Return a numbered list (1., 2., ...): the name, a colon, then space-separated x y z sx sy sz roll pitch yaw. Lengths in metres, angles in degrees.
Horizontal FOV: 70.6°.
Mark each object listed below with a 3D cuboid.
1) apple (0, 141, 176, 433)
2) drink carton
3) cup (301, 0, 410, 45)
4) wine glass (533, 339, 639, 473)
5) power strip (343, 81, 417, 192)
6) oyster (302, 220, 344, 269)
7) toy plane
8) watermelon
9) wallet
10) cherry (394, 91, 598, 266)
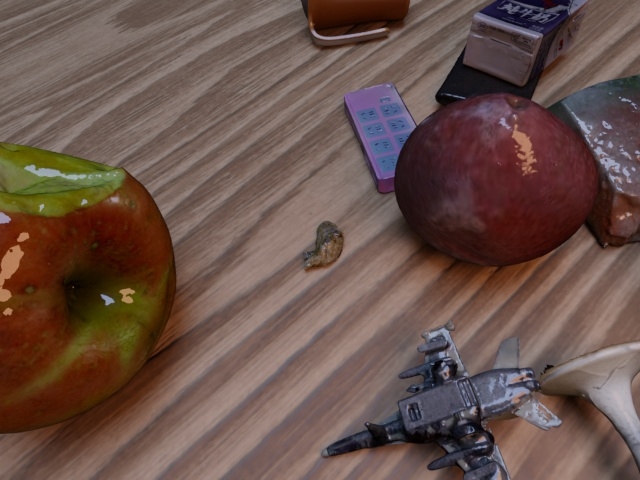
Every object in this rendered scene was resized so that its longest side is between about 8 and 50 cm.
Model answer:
1. apple: -0.359 0.050 0.554 0.339 0.339 0.339 -4 53 5
2. drink carton: 0.401 -0.408 0.880 0.134 0.102 0.222 35 59 29
3. cup: 0.077 -0.578 1.077 0.264 0.182 0.226 1 87 1
4. wine glass: 0.331 0.258 0.418 0.143 0.143 0.321 -13 55 -2
5. power strip: 0.125 -0.200 0.850 0.109 0.037 0.279 -14 53 -2
6. oyster: 0.000 0.000 0.719 0.080 0.038 0.083 -20 55 -4
7. toy plane: 0.114 0.197 0.505 0.262 0.088 0.192 -20 50 6
8. watermelon: 0.497 -0.166 0.699 0.264 0.151 0.302 -12 52 -2
9. wallet: 0.368 -0.358 0.931 0.170 0.044 0.321 20 56 20
10. cherry: 0.228 -0.080 0.607 0.261 0.307 0.221 13 83 14
